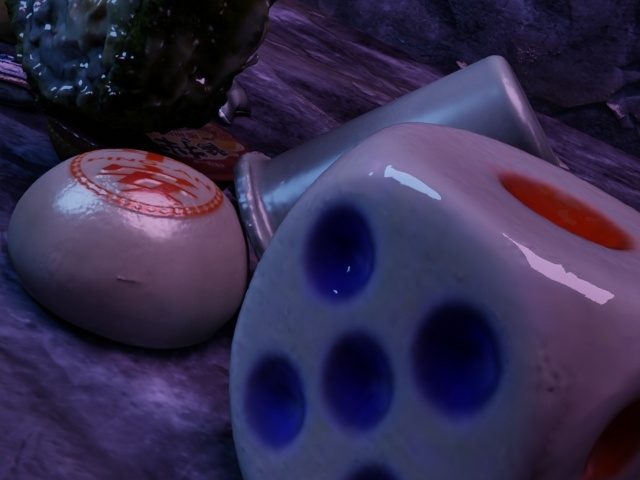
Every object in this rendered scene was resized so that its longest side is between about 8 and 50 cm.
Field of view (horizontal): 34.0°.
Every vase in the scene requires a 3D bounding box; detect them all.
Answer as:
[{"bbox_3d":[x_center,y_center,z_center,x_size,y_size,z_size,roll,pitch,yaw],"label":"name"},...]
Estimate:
[{"bbox_3d":[0.094,-0.046,1.068,0.245,0.291,0.245,58,14,-23],"label":"vase"}]

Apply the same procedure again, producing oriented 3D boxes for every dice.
[{"bbox_3d":[0.118,0.105,0.797,0.277,0.304,0.304,5,27,-44],"label":"dice"}]

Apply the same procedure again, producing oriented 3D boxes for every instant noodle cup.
[{"bbox_3d":[-0.218,-0.097,1.248,0.274,0.090,0.274,21,20,-8],"label":"instant noodle cup"}]

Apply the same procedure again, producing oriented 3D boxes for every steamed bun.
[{"bbox_3d":[-0.172,-0.009,0.996,0.232,0.145,0.232,21,20,-8],"label":"steamed bun"}]

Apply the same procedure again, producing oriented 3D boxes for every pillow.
[{"bbox_3d":[-0.158,-0.238,1.722,0.091,0.055,0.136,29,22,9],"label":"pillow"}]

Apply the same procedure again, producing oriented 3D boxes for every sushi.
[{"bbox_3d":[-0.182,-0.286,1.126,0.178,0.351,0.294,6,25,-45],"label":"sushi"}]

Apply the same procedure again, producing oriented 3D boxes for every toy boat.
[{"bbox_3d":[-0.417,-0.215,1.367,0.137,0.060,0.060,13,44,-19],"label":"toy boat"}]

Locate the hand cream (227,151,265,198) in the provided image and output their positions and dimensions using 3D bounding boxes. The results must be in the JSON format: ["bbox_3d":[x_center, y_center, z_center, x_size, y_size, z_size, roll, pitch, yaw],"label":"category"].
[{"bbox_3d":[0.000,0.000,1.286,0.312,0.070,0.111,41,23,30],"label":"hand cream"}]

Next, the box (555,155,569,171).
[{"bbox_3d":[0.265,-0.096,1.699,0.233,0.149,0.067,17,18,-19],"label":"box"}]

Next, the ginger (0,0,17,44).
[{"bbox_3d":[-0.389,-0.401,1.653,0.269,0.223,0.200,12,27,-35],"label":"ginger"}]
